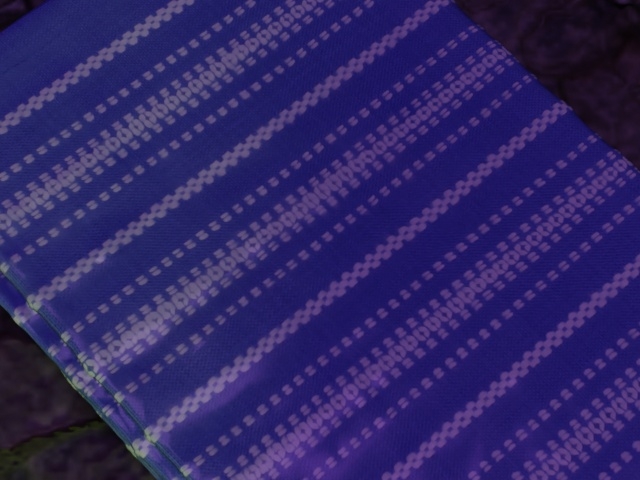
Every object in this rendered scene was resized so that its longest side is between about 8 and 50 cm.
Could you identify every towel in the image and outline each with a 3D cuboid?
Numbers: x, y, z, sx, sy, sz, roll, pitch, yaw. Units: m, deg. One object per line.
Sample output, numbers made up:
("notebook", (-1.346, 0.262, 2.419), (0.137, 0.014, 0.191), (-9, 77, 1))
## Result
("towel", (0.000, 0.000, 0.627), (0.243, 0.040, 0.336), (-39, 73, -18))
